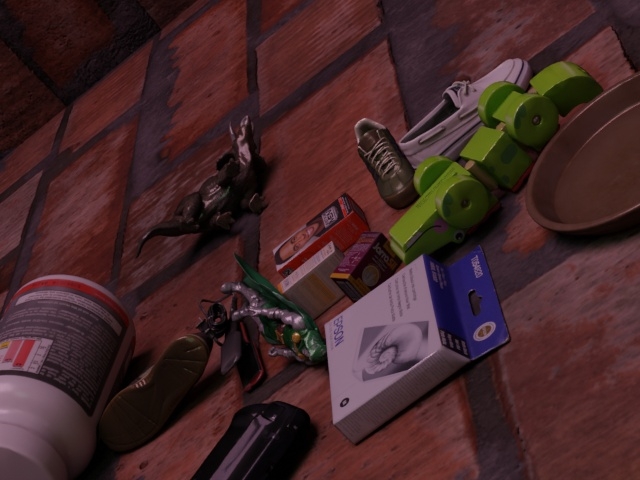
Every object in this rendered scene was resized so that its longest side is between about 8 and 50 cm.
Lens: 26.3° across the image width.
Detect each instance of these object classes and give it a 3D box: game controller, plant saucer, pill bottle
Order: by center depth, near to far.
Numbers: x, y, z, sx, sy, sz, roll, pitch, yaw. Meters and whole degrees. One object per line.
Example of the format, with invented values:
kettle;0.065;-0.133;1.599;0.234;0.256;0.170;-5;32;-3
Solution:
plant saucer;0.362;-0.103;1.584;0.278;0.041;0.278;-34;25;18
game controller;-0.134;0.323;1.641;0.319;0.067;0.166;-52;11;-21
pill bottle;-0.414;0.233;2.020;0.210;0.210;0.363;-30;25;27

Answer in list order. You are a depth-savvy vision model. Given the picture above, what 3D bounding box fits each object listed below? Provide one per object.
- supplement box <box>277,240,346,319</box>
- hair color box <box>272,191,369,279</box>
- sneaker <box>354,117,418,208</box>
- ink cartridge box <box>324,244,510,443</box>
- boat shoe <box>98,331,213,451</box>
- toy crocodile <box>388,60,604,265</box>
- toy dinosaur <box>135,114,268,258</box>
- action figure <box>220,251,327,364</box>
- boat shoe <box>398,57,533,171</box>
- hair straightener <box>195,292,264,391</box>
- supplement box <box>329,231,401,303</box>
supplement box;-0.001;0.057;1.857;0.098;0.062;0.036;-38;22;9
hair color box;0.000;0.000;1.976;0.141;0.043;0.072;-39;24;11
sneaker;0.087;-0.118;1.984;0.064;0.086;0.192;-38;24;12
ink cartridge box;0.105;0.107;1.624;0.224;0.045;0.223;-36;24;15
boat shoe;-0.225;0.214;1.943;0.223;0.080;0.073;-48;-9;20
toy crocodile;0.219;-0.097;1.744;0.340;0.105;0.115;-48;24;-1
toy dinosaur;-0.181;-0.063;2.322;0.313;0.121;0.160;-50;12;-5
action figure;-0.053;0.110;1.800;0.063;0.137;0.232;-32;29;-20
boat shoe;0.205;-0.186;1.926;0.226;0.076;0.083;-48;24;-11
hair straightener;-0.130;0.123;1.915;0.047;0.089;0.230;-46;22;15
supplement box;0.061;0.036;1.805;0.083;0.055;0.043;-53;27;-21
